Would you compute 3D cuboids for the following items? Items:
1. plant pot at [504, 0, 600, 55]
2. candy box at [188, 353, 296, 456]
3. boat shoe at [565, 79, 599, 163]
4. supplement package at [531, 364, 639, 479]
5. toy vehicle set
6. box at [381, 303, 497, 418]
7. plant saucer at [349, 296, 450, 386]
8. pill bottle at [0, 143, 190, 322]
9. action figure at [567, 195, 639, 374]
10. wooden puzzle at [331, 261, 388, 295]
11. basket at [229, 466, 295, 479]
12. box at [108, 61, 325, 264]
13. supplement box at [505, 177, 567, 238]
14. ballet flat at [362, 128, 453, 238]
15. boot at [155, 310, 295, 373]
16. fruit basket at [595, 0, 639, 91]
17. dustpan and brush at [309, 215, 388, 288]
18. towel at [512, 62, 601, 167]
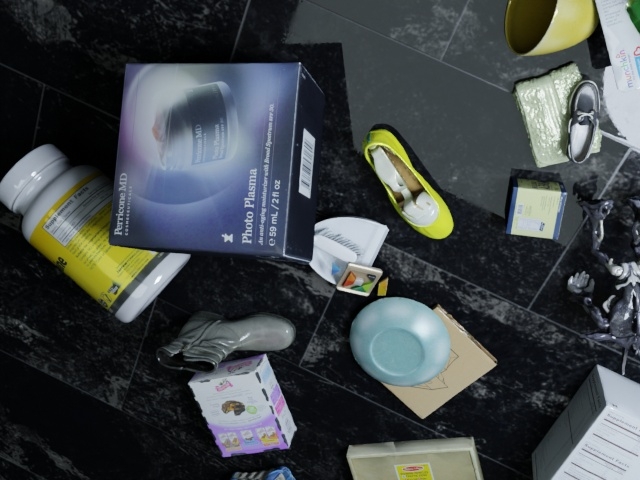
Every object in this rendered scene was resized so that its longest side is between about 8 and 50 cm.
[{"bbox_3d":[0.343,-0.329,0.923,0.095,0.134,0.134,4,115,-14],"label":"plant pot"},{"bbox_3d":[-0.163,0.351,1.357,0.164,0.070,0.196,-13,109,19],"label":"candy box"},{"bbox_3d":[0.401,-0.179,0.980,0.046,0.038,0.125,8,114,9],"label":"boat shoe"},{"bbox_3d":[0.504,0.375,1.156,0.133,0.139,0.244,25,116,5],"label":"supplement package"},{"bbox_3d":[0.203,0.498,1.342,0.266,0.035,0.166,-10,109,18],"label":"toy vehicle set"},{"bbox_3d":[0.212,0.238,1.241,0.164,0.021,0.201,43,115,-5],"label":"box"},{"bbox_3d":[0.147,0.203,1.211,0.194,0.037,0.195,5,113,13],"label":"plant saucer"},{"bbox_3d":[-0.427,-0.018,1.207,0.334,0.188,0.188,42,116,-4],"label":"pill bottle"},{"bbox_3d":[0.492,0.067,1.036,0.163,0.141,0.276,-5,95,14],"label":"action figure"},{"bbox_3d":[0.072,0.074,1.184,0.116,0.014,0.079,9,134,-7],"label":"wooden puzzle"},{"bbox_3d":[-0.084,0.625,1.376,0.288,0.201,0.255,-10,109,28],"label":"basket"},{"bbox_3d":[-0.162,-0.120,1.043,0.293,0.182,0.297,3,86,14],"label":"box"},{"bbox_3d":[0.355,-0.054,1.062,0.083,0.056,0.083,7,114,12],"label":"supplement box"},{"bbox_3d":[0.145,-0.086,1.092,0.077,0.077,0.231,-32,101,23],"label":"ballet flat"},{"bbox_3d":[-0.182,0.211,1.253,0.246,0.161,0.084,1,113,14],"label":"boot"},{"bbox_3d":[0.512,-0.413,0.842,0.326,0.165,0.353,-17,88,15],"label":"fruit basket"},{"bbox_3d":[0.000,0.000,1.174,0.211,0.060,0.147,25,116,3],"label":"dustpan and brush"},{"bbox_3d":[0.376,-0.195,1.015,0.110,0.027,0.148,-18,106,19],"label":"towel"}]
